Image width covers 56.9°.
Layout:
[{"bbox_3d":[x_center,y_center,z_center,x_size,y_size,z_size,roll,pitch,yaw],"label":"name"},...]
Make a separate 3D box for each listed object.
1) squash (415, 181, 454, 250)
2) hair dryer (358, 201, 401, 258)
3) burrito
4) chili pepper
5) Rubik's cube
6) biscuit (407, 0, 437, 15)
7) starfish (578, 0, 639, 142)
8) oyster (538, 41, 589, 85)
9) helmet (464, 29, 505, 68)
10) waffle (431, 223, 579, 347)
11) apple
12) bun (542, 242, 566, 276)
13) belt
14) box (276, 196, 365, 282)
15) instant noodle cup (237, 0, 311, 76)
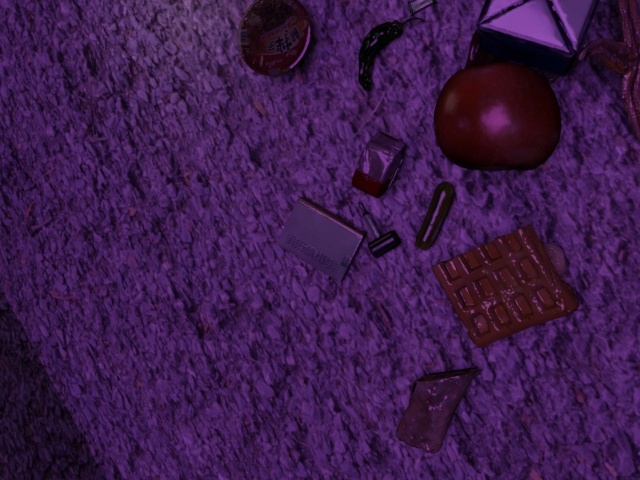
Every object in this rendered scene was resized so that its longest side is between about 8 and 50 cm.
[{"bbox_3d":[0.362,-0.077,1.862,0.066,0.066,0.229,26,104,17],"label":"squash"},{"bbox_3d":[0.178,-0.048,1.947,0.100,0.057,0.198,-33,77,19],"label":"hair dryer"},{"bbox_3d":[0.362,0.527,1.900,0.175,0.107,0.348,24,105,4],"label":"burrito"},{"bbox_3d":[0.193,-0.620,1.878,0.122,0.065,0.279,40,110,4],"label":"chili pepper"},{"bbox_3d":[0.562,-0.593,1.495,0.260,0.259,0.255,23,101,13],"label":"Rubik's cube"},{"bbox_3d":[0.316,-0.741,1.842,0.089,0.016,0.046,-21,89,22],"label":"biscuit"},{"bbox_3d":[0.845,-0.504,1.551,0.398,0.383,0.132,-60,32,10],"label":"starfish"},{"bbox_3d":[0.681,-0.525,1.700,0.165,0.053,0.108,-43,93,14],"label":"oyster"},{"bbox_3d":[0.491,-0.542,1.735,0.106,0.155,0.175,18,109,-2],"label":"helmet"},{"bbox_3d":[0.543,0.144,1.765,0.348,0.077,0.304,-31,86,36],"label":"waffle"},{"bbox_3d":[0.486,-0.336,1.640,0.348,0.348,0.277,4,91,21],"label":"apple"},{"bbox_3d":[0.672,0.065,1.749,0.115,0.069,0.115,2,95,20],"label":"bun"},{"bbox_3d":[0.194,-0.236,1.877,0.124,0.128,0.201,30,108,16],"label":"belt"},{"bbox_3d":[0.000,0.000,2.020,0.270,0.045,0.211,29,105,16],"label":"box"},{"bbox_3d":[-0.142,-0.683,1.987,0.273,0.090,0.274,2,95,21],"label":"instant noodle cup"}]
